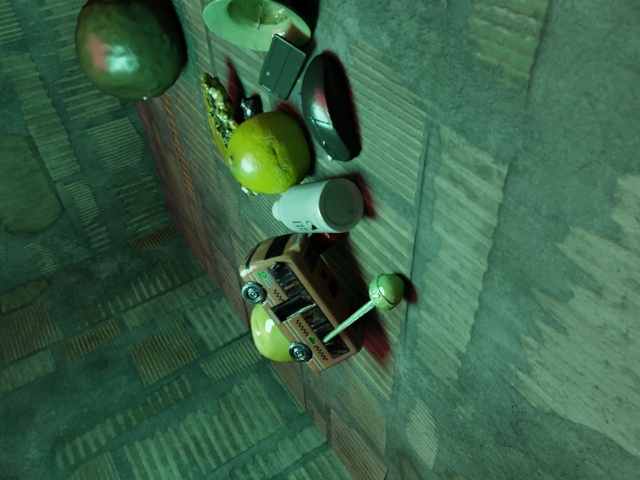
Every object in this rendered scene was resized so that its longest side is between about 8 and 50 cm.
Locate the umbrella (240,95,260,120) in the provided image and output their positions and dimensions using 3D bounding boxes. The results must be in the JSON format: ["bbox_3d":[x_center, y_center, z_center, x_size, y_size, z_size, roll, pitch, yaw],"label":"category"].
[{"bbox_3d":[-0.206,-0.360,1.702,0.080,0.071,0.224,-97,-14,-66],"label":"umbrella"}]

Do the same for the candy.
[{"bbox_3d":[0.109,0.202,1.427,0.093,0.092,0.335,48,126,6],"label":"candy"}]

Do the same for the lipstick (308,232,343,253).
[{"bbox_3d":[0.001,0.000,1.625,0.073,0.073,0.279,61,158,6],"label":"lipstick"}]

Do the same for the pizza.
[{"bbox_3d":[-0.305,-0.384,1.786,0.440,0.130,0.406,-125,17,-46],"label":"pizza"}]

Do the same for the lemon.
[{"bbox_3d":[-0.164,-0.252,1.524,0.240,0.219,0.241,51,153,38],"label":"lemon"}]

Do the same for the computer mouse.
[{"bbox_3d":[0.010,-0.308,1.258,0.137,0.086,0.270,30,141,55],"label":"computer mouse"}]

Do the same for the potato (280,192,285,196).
[{"bbox_3d":[-0.099,-0.158,1.699,0.083,0.062,0.068,46,177,-13],"label":"potato"}]

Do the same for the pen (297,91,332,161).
[{"bbox_3d":[-0.011,-0.305,1.382,0.204,0.025,0.025,63,158,3],"label":"pen"}]

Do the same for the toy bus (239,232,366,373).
[{"bbox_3d":[-0.048,0.182,1.592,0.427,0.232,0.203,56,-157,-17],"label":"toy bus"}]

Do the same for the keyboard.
[{"bbox_3d":[-0.119,-0.435,1.407,0.103,0.041,0.381,31,159,-9],"label":"keyboard"}]

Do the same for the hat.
[{"bbox_3d":[-0.139,-0.563,1.219,0.257,0.257,0.130,176,104,-66],"label":"hat"}]

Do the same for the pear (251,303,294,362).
[{"bbox_3d":[-0.105,0.296,1.892,0.309,0.309,0.309,47,152,35],"label":"pear"}]

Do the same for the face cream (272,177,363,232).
[{"bbox_3d":[-0.040,-0.091,1.473,0.369,0.145,0.146,-1,113,59],"label":"face cream"}]

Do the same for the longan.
[{"bbox_3d":[-0.743,-0.748,2.035,0.404,0.403,0.436,55,150,20],"label":"longan"}]
